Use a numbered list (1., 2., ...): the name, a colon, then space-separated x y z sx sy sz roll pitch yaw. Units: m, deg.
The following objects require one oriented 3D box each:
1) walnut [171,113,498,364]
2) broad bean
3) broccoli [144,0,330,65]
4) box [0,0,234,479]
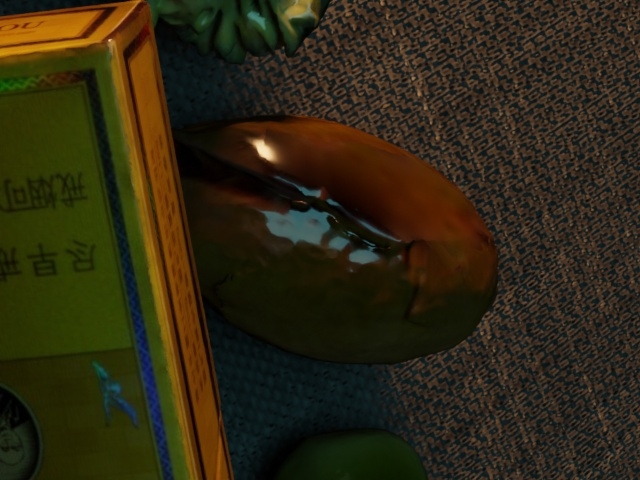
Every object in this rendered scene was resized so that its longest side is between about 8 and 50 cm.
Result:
1. walnut: 0.000 0.000 1.055 0.245 0.137 0.137 18 84 -33
2. broad bean: 0.013 0.202 1.112 0.124 0.082 0.174 -7 87 -33
3. broccoli: -0.064 -0.228 0.925 0.288 0.245 0.248 32 85 -26
4. box: -0.156 0.048 0.896 0.193 0.084 0.301 -6 110 10
